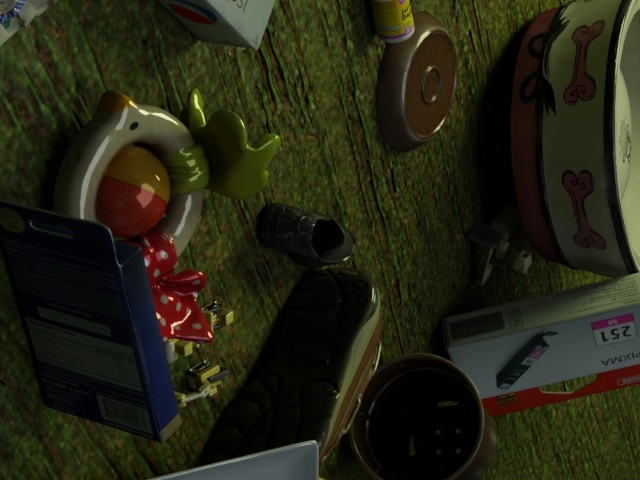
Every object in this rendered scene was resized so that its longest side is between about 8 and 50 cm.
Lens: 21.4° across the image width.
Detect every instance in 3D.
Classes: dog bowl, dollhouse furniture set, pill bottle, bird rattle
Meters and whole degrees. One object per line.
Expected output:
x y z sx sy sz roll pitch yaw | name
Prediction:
0.375 -0.142 2.268 0.408 0.150 0.408 -1 90 -66 | dog bowl
0.251 0.017 2.261 0.114 0.091 0.081 -43 151 -48 | dollhouse furniture set
0.077 -0.265 1.887 0.043 0.043 0.083 -52 141 -37 | pill bottle
-0.165 -0.027 1.538 0.207 0.143 0.253 33 85 -46 | bird rattle

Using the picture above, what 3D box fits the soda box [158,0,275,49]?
-0.120 -0.255 1.534 0.216 0.069 0.074 41 65 -57 | soda box

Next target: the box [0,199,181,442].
-0.200 0.062 1.449 0.036 0.136 0.225 -45 137 -41 | box

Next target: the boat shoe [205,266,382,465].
-0.012 0.184 1.832 0.324 0.122 0.120 -59 148 -27 | boat shoe

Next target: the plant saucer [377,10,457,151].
0.121 -0.186 2.006 0.168 0.029 0.168 -29 126 -51 | plant saucer

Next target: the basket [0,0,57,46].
-0.255 -0.263 1.169 0.289 0.201 0.255 -59 145 -12 | basket

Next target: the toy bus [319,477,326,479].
-0.007 0.360 1.814 0.220 0.211 0.149 -35 131 -47 | toy bus

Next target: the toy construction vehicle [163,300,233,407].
-0.119 0.115 1.706 0.098 0.035 0.086 -27 123 -53 | toy construction vehicle

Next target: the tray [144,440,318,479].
-0.126 0.283 1.659 0.270 0.030 0.145 -10 113 -26 | tray

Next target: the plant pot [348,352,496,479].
0.139 0.235 2.074 0.165 0.167 0.167 37 69 -65 | plant pot

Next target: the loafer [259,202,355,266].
0.000 0.000 1.837 0.170 0.061 0.062 11 90 -61 | loafer

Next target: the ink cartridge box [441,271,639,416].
0.319 0.162 2.243 0.239 0.275 0.060 67 13 -45 | ink cartridge box
